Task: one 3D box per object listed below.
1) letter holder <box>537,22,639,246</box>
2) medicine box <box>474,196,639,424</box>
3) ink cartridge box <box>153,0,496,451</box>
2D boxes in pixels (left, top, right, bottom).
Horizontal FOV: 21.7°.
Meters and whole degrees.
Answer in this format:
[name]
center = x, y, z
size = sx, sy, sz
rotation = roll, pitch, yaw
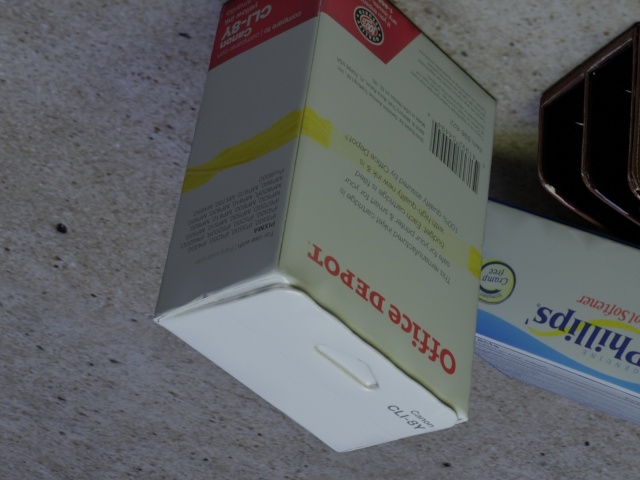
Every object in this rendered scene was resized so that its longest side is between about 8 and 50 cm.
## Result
[letter holder]
center = 0.377, -0.034, 1.666
size = 0.302, 0.214, 0.152
rotation = 26, 142, -24
[medicine box]
center = 0.298, 0.093, 1.780
size = 0.263, 0.149, 0.289
rotation = 20, 172, 28
[ink cartridge box]
center = 0.016, -0.033, 1.596
size = 0.160, 0.384, 0.279
rotation = -21, 135, 35
